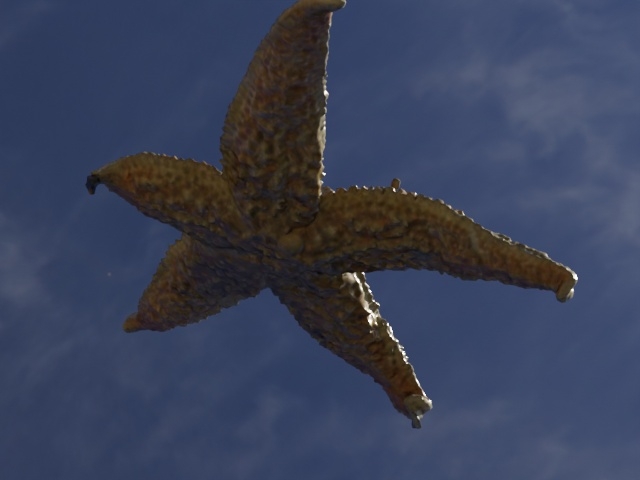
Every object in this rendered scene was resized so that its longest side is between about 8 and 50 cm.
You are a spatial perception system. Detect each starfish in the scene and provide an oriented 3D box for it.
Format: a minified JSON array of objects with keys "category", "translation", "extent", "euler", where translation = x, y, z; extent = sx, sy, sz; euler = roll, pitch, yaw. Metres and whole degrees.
[{"category":"starfish","translation":[0.002,-0.004,0.757],"extent":[0.231,0.295,0.048],"euler":[25,-132,-4]}]
